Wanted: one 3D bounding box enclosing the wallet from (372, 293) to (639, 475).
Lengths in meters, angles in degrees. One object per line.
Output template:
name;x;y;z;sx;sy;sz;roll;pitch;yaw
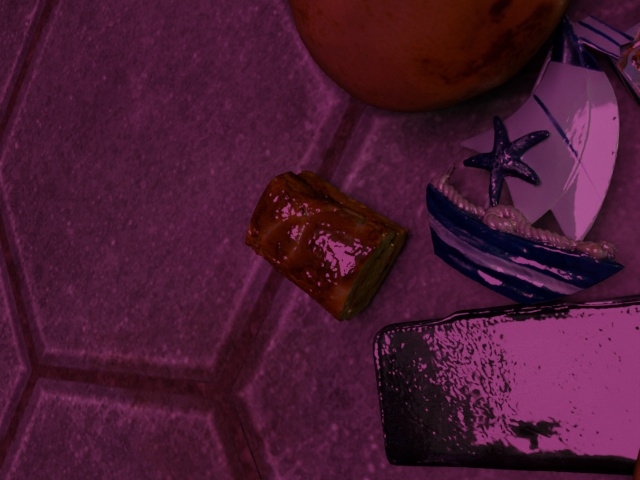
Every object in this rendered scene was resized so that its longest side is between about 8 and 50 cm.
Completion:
wallet;0.208;0.153;0.599;0.318;0.045;0.172;-11;81;29

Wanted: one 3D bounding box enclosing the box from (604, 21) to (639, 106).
box;0.394;-0.135;0.521;0.162;0.041;0.229;-33;69;23

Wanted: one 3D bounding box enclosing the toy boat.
toy boat;0.206;-0.080;0.604;0.210;0.070;0.292;1;86;39

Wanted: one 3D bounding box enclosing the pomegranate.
pomegranate;0.096;-0.287;0.582;0.319;0.319;0.319;-4;82;31

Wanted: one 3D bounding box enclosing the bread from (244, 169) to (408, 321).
bread;0.000;0.000;0.710;0.172;0.103;0.132;35;106;27

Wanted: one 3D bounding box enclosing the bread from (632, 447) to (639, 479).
bread;0.396;0.179;0.331;0.361;0.250;0.394;19;96;64
